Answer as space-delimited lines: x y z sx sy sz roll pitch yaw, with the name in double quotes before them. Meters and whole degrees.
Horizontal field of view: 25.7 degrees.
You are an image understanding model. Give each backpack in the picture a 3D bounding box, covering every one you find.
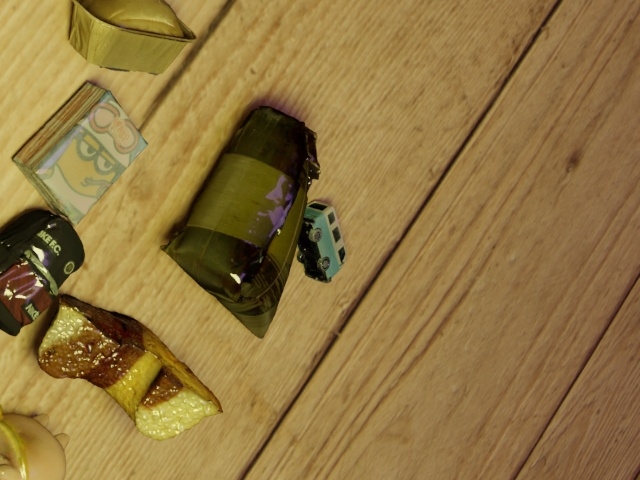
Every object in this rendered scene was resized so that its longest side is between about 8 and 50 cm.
"backpack" -0.387 0.037 1.845 0.165 0.106 0.120 -47 131 -16

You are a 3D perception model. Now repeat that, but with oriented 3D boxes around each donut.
"donut" -0.292 0.171 1.990 0.295 0.151 0.112 40 94 -28

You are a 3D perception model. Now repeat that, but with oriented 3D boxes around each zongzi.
"zongzi" -0.081 -0.021 2.141 0.289 0.154 0.317 -60 158 -13

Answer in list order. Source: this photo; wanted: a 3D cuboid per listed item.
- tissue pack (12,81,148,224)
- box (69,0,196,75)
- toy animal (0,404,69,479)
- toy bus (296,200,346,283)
"tissue pack" -0.319 -0.117 1.879 0.155 0.065 0.115 -51 138 -19
"box" -0.250 -0.282 1.852 0.177 0.111 0.111 0 107 -47
"toy animal" -0.441 0.316 1.881 0.248 0.165 0.149 -39 152 -37
"toy bus" 0.000 0.000 2.268 0.075 0.060 0.123 -40 130 -32
